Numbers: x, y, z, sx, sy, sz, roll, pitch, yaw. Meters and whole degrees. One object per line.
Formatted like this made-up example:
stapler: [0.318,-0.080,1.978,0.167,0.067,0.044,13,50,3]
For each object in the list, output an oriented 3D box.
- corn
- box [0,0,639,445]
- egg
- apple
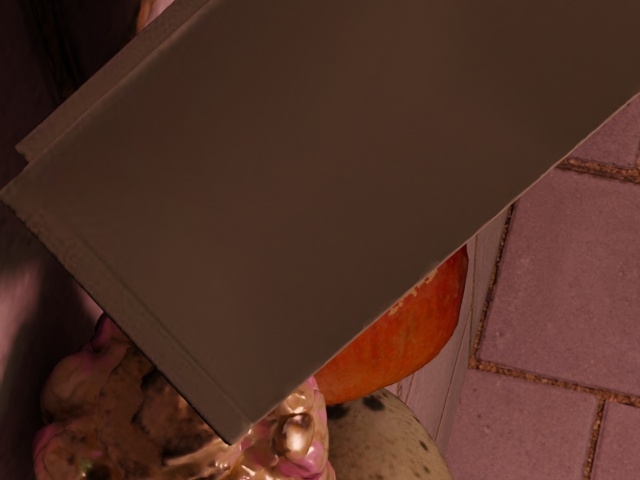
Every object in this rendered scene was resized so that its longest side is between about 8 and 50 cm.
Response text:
corn: [-0.052,0.117,0.731,0.335,0.127,0.126,80,24,-71]
box: [0.026,-0.070,0.541,0.225,0.117,0.225,-41,-176,11]
egg: [0.014,0.200,0.993,0.177,0.177,0.228,77,16,-65]
apple: [0.000,0.000,0.825,0.195,0.160,0.173,-63,141,-72]
